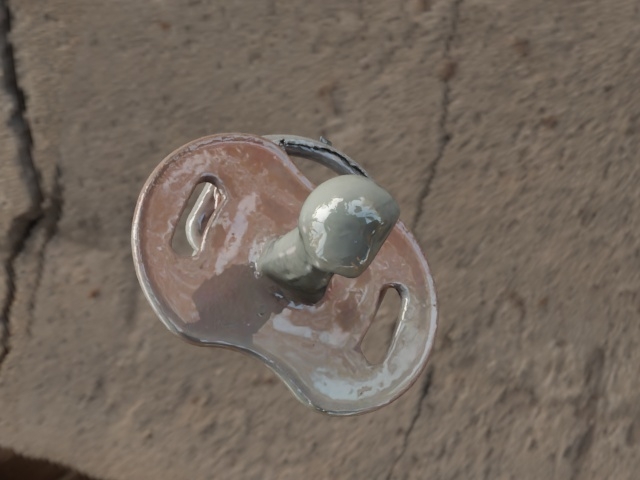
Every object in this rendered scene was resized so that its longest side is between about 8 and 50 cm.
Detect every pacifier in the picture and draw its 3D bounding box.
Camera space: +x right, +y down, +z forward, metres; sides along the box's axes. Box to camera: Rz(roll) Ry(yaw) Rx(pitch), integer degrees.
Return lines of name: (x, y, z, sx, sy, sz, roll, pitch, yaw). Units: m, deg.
pacifier: (-0.018, 0.023, 1.410, 0.332, 0.273, 0.220, 30, 96, -14)
